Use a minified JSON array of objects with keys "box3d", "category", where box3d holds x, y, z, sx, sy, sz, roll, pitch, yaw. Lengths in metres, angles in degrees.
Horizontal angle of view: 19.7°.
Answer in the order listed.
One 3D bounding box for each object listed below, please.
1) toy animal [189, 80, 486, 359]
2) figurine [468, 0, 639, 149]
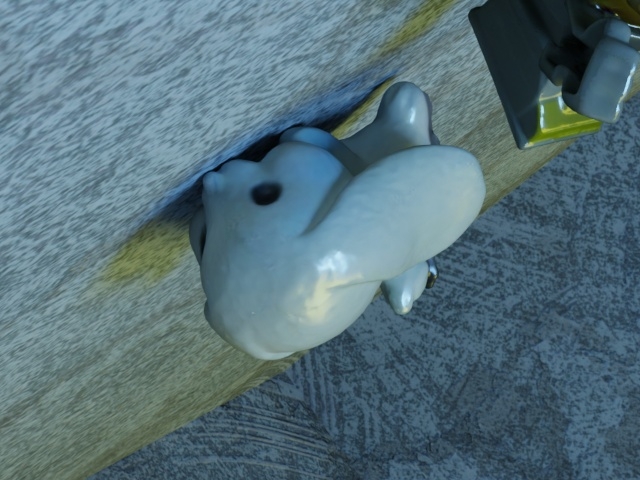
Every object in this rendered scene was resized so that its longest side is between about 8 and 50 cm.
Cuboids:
[{"box3d":[-0.002,0.004,1.545,0.289,0.174,0.249,-32,171,-37],"category":"toy animal"},{"box3d":[0.233,-0.205,1.291,0.167,0.343,0.285,15,153,-18],"category":"figurine"}]
